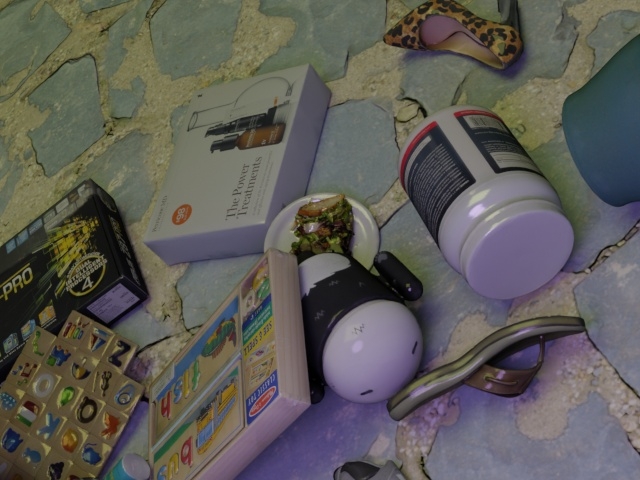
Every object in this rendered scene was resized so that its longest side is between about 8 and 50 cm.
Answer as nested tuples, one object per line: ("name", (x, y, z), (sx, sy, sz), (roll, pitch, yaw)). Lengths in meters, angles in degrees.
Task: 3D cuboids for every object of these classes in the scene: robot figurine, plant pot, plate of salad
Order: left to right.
("plate of salad", (0.000, 0.000, 1.803), (0.199, 0.048, 0.200), (-4, 61, 8))
("robot figurine", (0.038, 0.128, 1.622), (0.278, 0.173, 0.209), (42, 127, 47))
("plant pot", (0.489, -0.175, 1.490), (0.255, 0.271, 0.272), (-25, 44, 36))

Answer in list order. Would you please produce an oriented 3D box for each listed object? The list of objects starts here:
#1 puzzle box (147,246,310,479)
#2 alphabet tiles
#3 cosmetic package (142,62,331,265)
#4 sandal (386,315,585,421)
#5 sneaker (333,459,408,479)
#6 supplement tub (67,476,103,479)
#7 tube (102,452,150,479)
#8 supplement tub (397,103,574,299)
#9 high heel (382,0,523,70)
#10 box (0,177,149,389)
("puzzle box", (-0.152, 0.235, 1.621), (0.409, 0.052, 0.272), (-48, 35, 36))
("alphabet tiles", (-0.462, 0.304, 1.881), (0.285, 0.011, 0.343), (22, 79, 30))
("cosmetic package", (-0.155, -0.145, 2.033), (0.284, 0.097, 0.377), (-10, 52, 32))
("sandal", (0.237, 0.189, 1.490), (0.302, 0.120, 0.086), (-31, 72, 13))
("sneaker", (0.027, 0.387, 1.492), (0.228, 0.086, 0.132), (-31, 38, -4))
("supplement tub", (-0.418, 0.462, 1.552), (0.337, 0.207, 0.207), (-7, 40, -19))
("tube", (-0.350, 0.423, 1.723), (0.207, 0.052, 0.080), (-49, 32, 26))
("supplement tub", (0.244, -0.062, 1.608), (0.191, 0.191, 0.272), (-33, 43, 8))
("high heel", (0.232, -0.353, 1.919), (0.261, 0.093, 0.186), (-10, 44, 18))
("box", (-0.546, 0.104, 2.105), (0.395, 0.097, 0.318), (-36, 43, 8))
